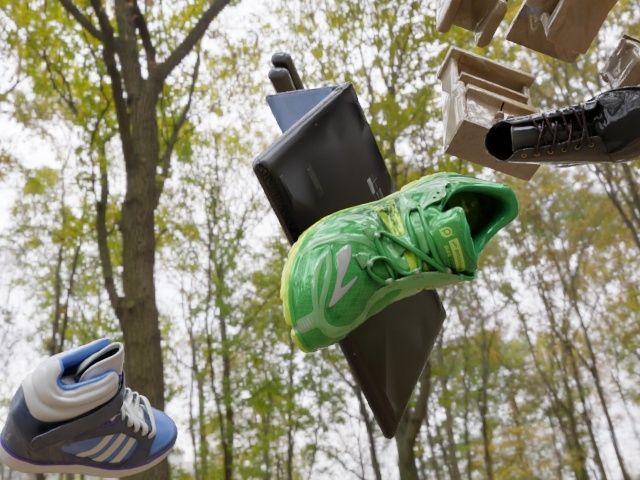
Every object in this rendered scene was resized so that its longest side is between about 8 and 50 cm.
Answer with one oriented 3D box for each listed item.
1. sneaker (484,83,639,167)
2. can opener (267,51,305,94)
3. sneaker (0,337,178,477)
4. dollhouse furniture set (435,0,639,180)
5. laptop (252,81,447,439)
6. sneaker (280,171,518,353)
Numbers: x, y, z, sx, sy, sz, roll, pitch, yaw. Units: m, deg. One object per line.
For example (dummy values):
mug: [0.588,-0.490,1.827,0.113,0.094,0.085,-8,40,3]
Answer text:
sneaker: [0.300,-0.126,0.771,0.118,0.083,0.222,-4,-6,-22]
can opener: [-0.042,-0.312,1.436,0.093,0.074,0.280,1,-19,17]
sneaker: [-0.333,0.267,1.067,0.322,0.130,0.236,13,-58,-43]
dollhouse furniture set: [0.348,-0.335,1.029,0.362,0.256,0.394,17,-48,-8]
laptop: [0.000,0.000,0.936,0.236,0.408,0.382,-12,-66,32]
sneaker: [0.082,0.004,0.638,0.295,0.109,0.123,-34,18,-31]
